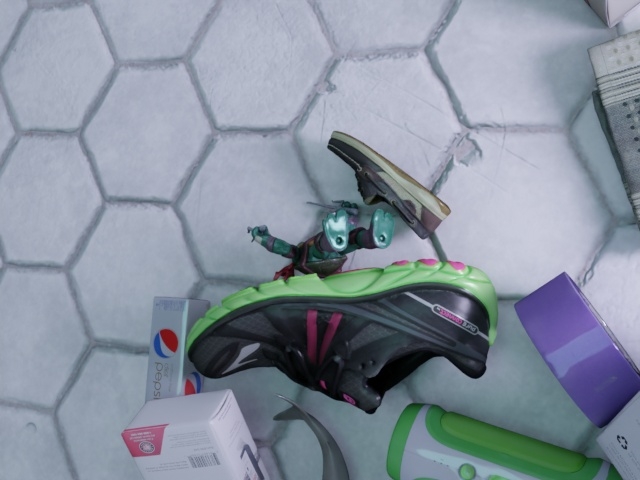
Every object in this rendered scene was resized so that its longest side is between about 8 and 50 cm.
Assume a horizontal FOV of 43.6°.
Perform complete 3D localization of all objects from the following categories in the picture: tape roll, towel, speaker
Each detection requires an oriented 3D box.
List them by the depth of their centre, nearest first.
[{"bbox_3d":[0.335,0.138,1.022,0.080,0.189,0.189,-37,72,14],"label":"tape roll"},{"bbox_3d":[0.544,-0.165,1.055,0.324,0.056,0.312,-16,81,18],"label":"towel"},{"bbox_3d":[0.245,0.314,1.072,0.297,0.131,0.131,14,89,23],"label":"speaker"}]

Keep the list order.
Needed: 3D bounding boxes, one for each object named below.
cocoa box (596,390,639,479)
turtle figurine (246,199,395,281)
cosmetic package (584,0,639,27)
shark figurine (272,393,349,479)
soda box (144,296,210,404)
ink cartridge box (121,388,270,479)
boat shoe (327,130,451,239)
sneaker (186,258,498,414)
[{"bbox_3d":[0.514,0.275,0.842,0.228,0.231,0.347,-20,61,-16],"label":"cocoa box"},{"bbox_3d":[0.000,0.000,1.208,0.234,0.175,0.118,-12,100,59],"label":"turtle figurine"},{"bbox_3d":[0.368,-0.465,1.113,0.153,0.129,0.296,-36,71,13],"label":"cosmetic package"},{"bbox_3d":[0.002,0.364,1.164,0.166,0.116,0.278,-1,80,6],"label":"shark figurine"},{"bbox_3d":[-0.235,0.202,1.311,0.069,0.074,0.216,2,84,22],"label":"soda box"},{"bbox_3d":[-0.177,0.345,1.211,0.159,0.092,0.217,-12,110,21],"label":"ink cartridge box"},{"bbox_3d":[0.090,-0.084,1.209,0.224,0.080,0.073,37,93,17],"label":"boat shoe"},{"bbox_3d":[0.015,0.153,1.157,0.483,0.185,0.202,-11,76,22],"label":"sneaker"}]
